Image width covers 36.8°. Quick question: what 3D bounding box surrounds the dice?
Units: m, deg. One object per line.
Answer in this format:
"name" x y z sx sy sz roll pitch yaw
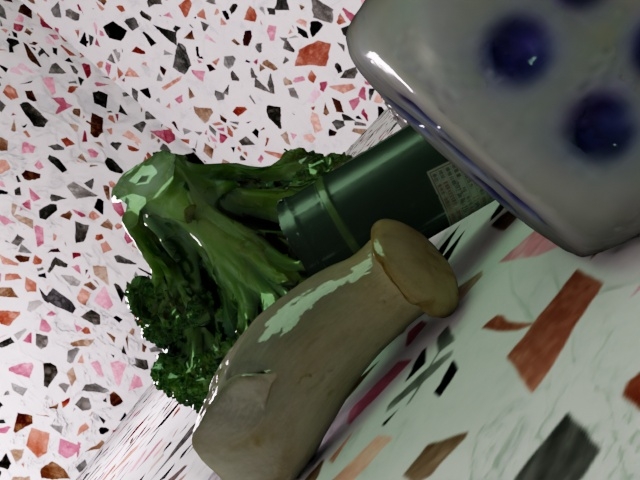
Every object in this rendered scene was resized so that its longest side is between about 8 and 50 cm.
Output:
"dice" 0.139 -0.120 0.540 0.193 0.194 0.192 -47 4 3

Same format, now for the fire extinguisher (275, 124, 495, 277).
"fire extinguisher" 0.110 -0.067 0.770 0.294 0.118 0.093 -31 49 7

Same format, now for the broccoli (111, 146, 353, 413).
"broccoli" -0.070 0.025 0.943 0.308 0.275 0.308 -27 41 26

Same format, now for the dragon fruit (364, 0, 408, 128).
"dragon fruit" 0.147 -0.257 1.033 0.283 0.221 0.204 -47 -31 6

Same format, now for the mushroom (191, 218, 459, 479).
"mushroom" -0.008 0.087 0.725 0.247 0.096 0.108 -48 41 12
